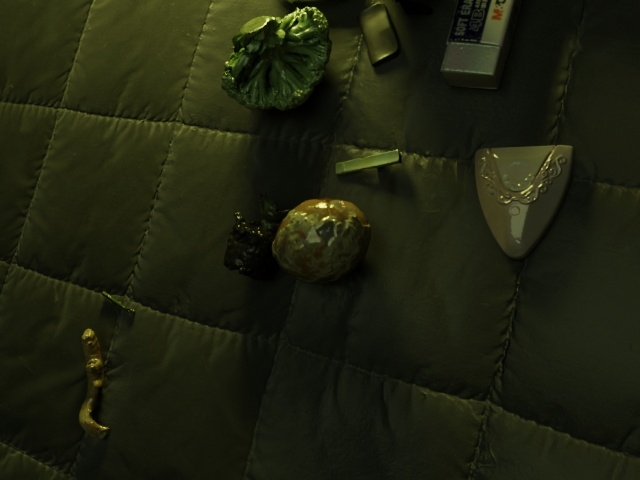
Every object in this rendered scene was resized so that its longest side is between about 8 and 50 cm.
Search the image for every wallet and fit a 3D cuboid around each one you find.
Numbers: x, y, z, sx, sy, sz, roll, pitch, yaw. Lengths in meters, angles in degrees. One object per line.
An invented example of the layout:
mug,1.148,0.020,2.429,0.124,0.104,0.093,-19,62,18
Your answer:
wallet,0.141,-0.506,1.715,0.082,0.018,0.157,-24,68,21

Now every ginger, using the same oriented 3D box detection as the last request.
ginger,-0.597,0.377,1.839,0.089,0.075,0.288,143,124,-61

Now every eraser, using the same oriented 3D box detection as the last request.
eraser,0.412,-0.083,1.447,0.204,0.059,0.243,0,73,27
eraser,0.367,-0.488,1.557,0.130,0.086,0.287,12,83,28

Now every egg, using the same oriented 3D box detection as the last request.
egg,0.000,0.000,1.563,0.233,0.195,0.195,-18,70,31

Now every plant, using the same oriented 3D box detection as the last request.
plant,-0.143,-0.009,1.671,0.142,0.131,0.203,19,85,32

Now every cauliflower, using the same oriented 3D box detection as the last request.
cauliflower,-0.127,-0.457,1.708,0.272,0.250,0.275,15,80,27

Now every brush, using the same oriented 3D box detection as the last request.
brush,0.113,-0.182,1.645,0.178,0.030,0.033,-8,81,36

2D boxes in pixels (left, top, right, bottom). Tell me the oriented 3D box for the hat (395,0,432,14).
hat,0.209,-0.665,1.622,0.209,0.238,0.336,28,51,4

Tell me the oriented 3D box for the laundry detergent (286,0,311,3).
laundry detergent,-0.033,-0.703,1.812,0.253,0.091,0.181,6,86,28

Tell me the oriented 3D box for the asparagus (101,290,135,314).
asparagus,-0.547,0.170,1.896,0.127,0.018,0.015,26,50,27
